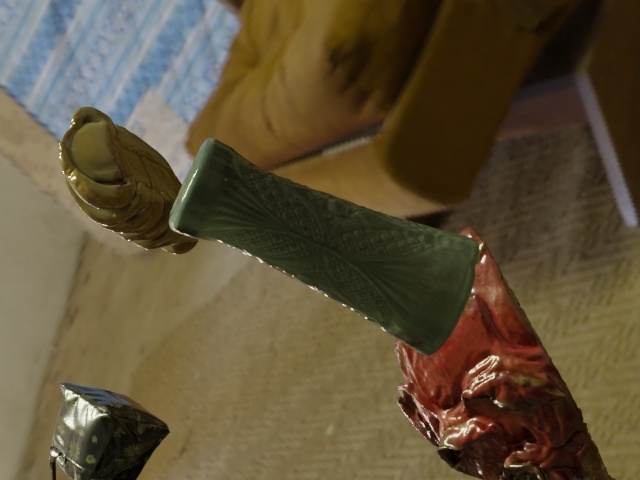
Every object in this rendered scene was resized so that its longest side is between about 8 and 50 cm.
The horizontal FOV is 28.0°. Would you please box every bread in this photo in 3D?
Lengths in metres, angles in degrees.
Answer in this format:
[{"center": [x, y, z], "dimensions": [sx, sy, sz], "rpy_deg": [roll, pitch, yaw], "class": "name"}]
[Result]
[{"center": [-0.214, -0.058, 1.411], "dimensions": [0.081, 0.225, 0.134], "rpy_deg": [-31, 66, 12], "class": "bread"}]

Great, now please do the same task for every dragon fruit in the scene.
[{"center": [0.164, 0.171, 1.199], "dimensions": [0.152, 0.317, 0.205], "rpy_deg": [-30, 40, 4], "class": "dragon fruit"}]

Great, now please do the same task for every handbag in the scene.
[{"center": [-0.214, 0.208, 1.181], "dimensions": [0.115, 0.072, 0.139], "rpy_deg": [19, 84, 53], "class": "handbag"}]

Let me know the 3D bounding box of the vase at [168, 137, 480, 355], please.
[{"center": [0.000, 0.000, 0.954], "dimensions": [0.096, 0.219, 0.096], "rpy_deg": [-156, 90, -82], "class": "vase"}]
